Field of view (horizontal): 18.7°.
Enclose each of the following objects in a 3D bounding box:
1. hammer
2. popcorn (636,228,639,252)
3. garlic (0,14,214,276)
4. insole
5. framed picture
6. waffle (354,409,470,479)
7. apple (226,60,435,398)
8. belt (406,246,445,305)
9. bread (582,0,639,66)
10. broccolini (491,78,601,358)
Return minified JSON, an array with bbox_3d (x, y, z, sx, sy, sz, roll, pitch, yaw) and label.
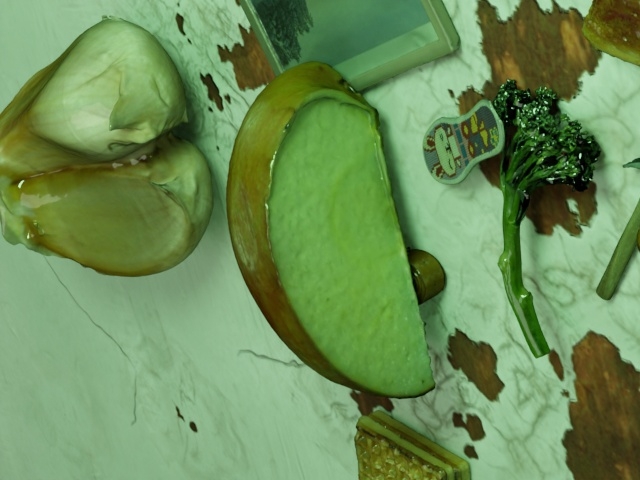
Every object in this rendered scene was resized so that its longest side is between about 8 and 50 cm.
[{"bbox_3d":[0.274,-0.008,1.721,0.062,0.017,0.182,46,146,22],"label":"hammer"},{"bbox_3d":[0.363,-0.016,1.414,0.265,0.225,0.332,54,142,45],"label":"popcorn"},{"bbox_3d":[-0.243,-0.101,2.186,0.313,0.249,0.286,-19,82,37],"label":"garlic"},{"bbox_3d":[0.132,-0.090,1.817,0.197,0.004,0.065,156,98,-71],"label":"insole"},{"bbox_3d":[0.007,-0.248,1.902,0.289,0.016,0.213,-17,101,57],"label":"framed picture"},{"bbox_3d":[0.101,0.257,2.135,0.148,0.042,0.102,27,136,42],"label":"waffle"},{"bbox_3d":[0.000,0.000,1.954,0.179,0.254,0.346,-11,104,15],"label":"apple"},{"bbox_3d":[0.090,0.039,1.990,0.083,0.036,0.059,-19,97,57],"label":"belt"},{"bbox_3d":[0.281,-0.182,1.542,0.136,0.054,0.154,45,150,25],"label":"bread"},{"bbox_3d":[0.210,-0.009,1.765,0.123,0.062,0.271,36,137,57],"label":"broccolini"}]
